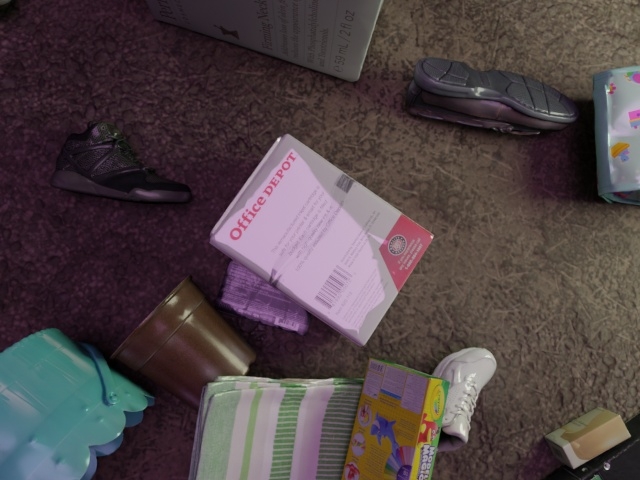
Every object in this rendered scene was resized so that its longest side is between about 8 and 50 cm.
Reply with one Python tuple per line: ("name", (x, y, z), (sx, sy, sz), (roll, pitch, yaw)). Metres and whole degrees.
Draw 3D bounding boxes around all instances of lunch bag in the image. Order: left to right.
("lunch bag", (0.584, -0.173, 0.798), (0.262, 0.160, 0.224), (3, 85, -9))

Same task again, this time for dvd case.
("dvd case", (-0.071, 0.036, 0.804), (0.164, 0.018, 0.222), (17, 84, -2))

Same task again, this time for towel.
("towel", (-0.033, 0.329, 0.700), (0.324, 0.038, 0.248), (9, 84, -31))

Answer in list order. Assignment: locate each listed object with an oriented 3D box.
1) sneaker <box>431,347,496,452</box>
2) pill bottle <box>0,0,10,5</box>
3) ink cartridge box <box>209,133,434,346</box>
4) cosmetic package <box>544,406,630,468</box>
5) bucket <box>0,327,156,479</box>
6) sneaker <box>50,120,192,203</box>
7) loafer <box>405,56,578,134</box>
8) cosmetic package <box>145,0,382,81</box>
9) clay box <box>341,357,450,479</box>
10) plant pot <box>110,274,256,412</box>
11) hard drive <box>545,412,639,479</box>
("sneaker", (0.211, 0.271, 0.738), (0.232, 0.115, 0.090), (-42, 111, -10))
("pill bottle", (-0.672, -0.418, 0.745), (0.271, 0.152, 0.153), (-24, 86, -5))
("ink cartridge box", (0.000, 0.000, 0.744), (0.283, 0.117, 0.207), (35, 83, -1))
("cosmetic package", (0.450, 0.332, 0.787), (0.115, 0.060, 0.041), (-26, 86, -7))
("bucket", (-0.389, 0.270, 0.639), (0.183, 0.281, 0.281), (41, 83, 0))
("sneaker", (-0.321, -0.128, 0.770), (0.227, 0.087, 0.131), (12, 90, 3))
("loafer", (0.300, -0.244, 0.833), (0.302, 0.095, 0.109), (12, 53, -7))
("cosmetic package", (-0.063, -0.507, 0.703), (0.393, 0.329, 0.328), (17, 84, -1))
("clay box", (0.105, 0.300, 0.687), (0.053, 0.127, 0.222), (19, 80, -35))
("plant pot", (-0.198, 0.169, 0.718), (0.165, 0.167, 0.167), (43, 83, -6))
("hard drive", (0.582, 0.425, 0.784), (0.338, 0.064, 0.237), (-32, 87, -7))
